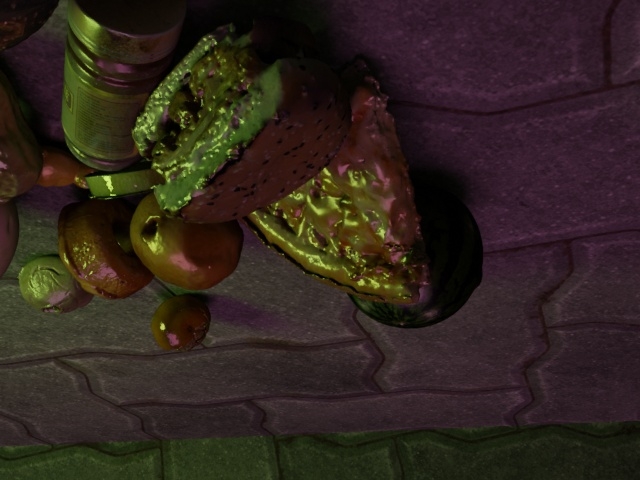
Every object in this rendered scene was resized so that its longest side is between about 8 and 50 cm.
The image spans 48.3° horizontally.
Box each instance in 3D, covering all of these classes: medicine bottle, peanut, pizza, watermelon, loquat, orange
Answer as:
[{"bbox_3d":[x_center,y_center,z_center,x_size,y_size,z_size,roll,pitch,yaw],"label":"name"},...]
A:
[{"bbox_3d":[-0.302,-0.247,1.062,0.151,0.151,0.322,10,148,-16],"label":"medicine bottle"},{"bbox_3d":[-0.542,-0.170,1.176,0.159,0.143,0.291,21,140,16],"label":"peanut"},{"bbox_3d":[0.032,-0.041,1.251,0.392,0.080,0.435,55,136,0],"label":"pizza"},{"bbox_3d":[0.179,0.035,1.418,0.285,0.285,0.285,0,149,0],"label":"watermelon"},{"bbox_3d":[-0.266,-0.003,1.410,0.238,0.193,0.238,17,-176,-1],"label":"loquat"},{"bbox_3d":[-0.362,0.213,1.851,0.156,0.156,0.134,27,-179,-37],"label":"orange"}]

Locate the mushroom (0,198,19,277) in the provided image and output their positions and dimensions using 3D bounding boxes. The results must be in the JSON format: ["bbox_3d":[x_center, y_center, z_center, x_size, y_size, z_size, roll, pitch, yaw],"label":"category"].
[{"bbox_3d":[-0.728,0.001,1.349,0.315,0.315,0.356,9,149,-14],"label":"mushroom"}]

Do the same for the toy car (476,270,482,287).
[{"bbox_3d":[0.218,0.069,1.618,0.306,0.136,0.125,-12,168,22],"label":"toy car"}]

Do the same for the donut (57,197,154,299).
[{"bbox_3d":[-0.429,0.013,1.449,0.114,0.226,0.226,-25,142,18],"label":"donut"}]

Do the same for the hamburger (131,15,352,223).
[{"bbox_3d":[-0.099,-0.173,1.053,0.318,0.195,0.277,-42,161,31],"label":"hamburger"}]

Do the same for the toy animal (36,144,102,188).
[{"bbox_3d":[-0.456,-0.131,1.347,0.159,0.070,0.083,13,145,-29],"label":"toy animal"}]

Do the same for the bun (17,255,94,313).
[{"bbox_3d":[-0.633,0.117,1.713,0.173,0.113,0.166,-10,148,13],"label":"bun"}]

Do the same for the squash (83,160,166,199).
[{"bbox_3d":[-0.307,-0.122,1.263,0.219,0.219,0.041,-7,106,13],"label":"squash"}]

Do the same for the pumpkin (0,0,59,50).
[{"bbox_3d":[-0.461,-0.342,0.802,0.328,0.257,0.291,31,126,-30],"label":"pumpkin"}]
